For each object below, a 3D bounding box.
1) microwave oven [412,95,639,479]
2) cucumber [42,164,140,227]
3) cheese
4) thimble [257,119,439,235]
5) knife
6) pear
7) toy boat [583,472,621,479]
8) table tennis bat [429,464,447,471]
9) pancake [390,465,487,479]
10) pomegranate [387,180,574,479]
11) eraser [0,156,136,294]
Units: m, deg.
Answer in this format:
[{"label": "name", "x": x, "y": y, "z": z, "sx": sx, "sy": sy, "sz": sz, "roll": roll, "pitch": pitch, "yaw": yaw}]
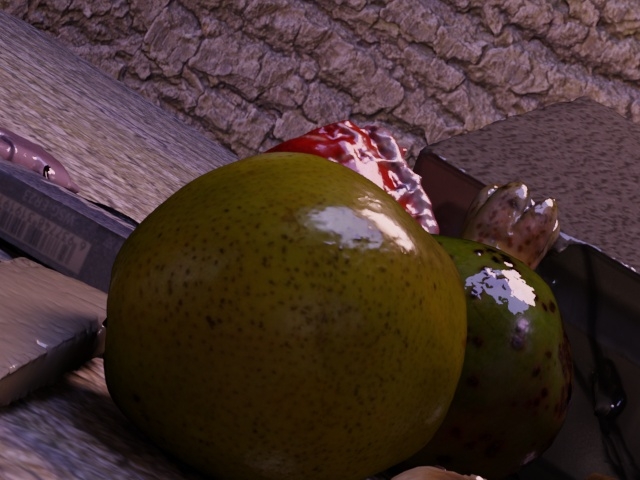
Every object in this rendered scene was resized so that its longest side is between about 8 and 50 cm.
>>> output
[{"label": "microwave oven", "x": 0.288, "y": 0.093, "z": 1.558, "sx": 0.432, "sy": 0.236, "sz": 0.374, "roll": 31, "pitch": 28, "yaw": 24}, {"label": "cucumber", "x": -0.169, "y": -0.007, "z": 1.488, "sx": 0.163, "sy": 0.043, "sz": 0.039, "roll": 30, "pitch": -22, "yaw": 7}, {"label": "cheese", "x": -0.167, "y": 0.046, "z": 0.901, "sx": 0.085, "sy": 0.034, "sz": 0.400, "roll": 26, "pitch": 6, "yaw": 5}, {"label": "thimble", "x": -0.006, "y": 0.003, "z": 1.445, "sx": 0.163, "sy": 0.189, "sz": 0.125, "roll": -9, "pitch": 66, "yaw": -37}, {"label": "knife", "x": -0.365, "y": -0.126, "z": 1.531, "sx": 0.398, "sy": 0.038, "sz": 0.132, "roll": 28, "pitch": 8, "yaw": -44}, {"label": "pear", "x": -0.020, "y": 0.044, "z": 0.974, "sx": 0.198, "sy": 0.198, "sz": 0.198, "roll": 31, "pitch": 4, "yaw": -3}, {"label": "toy boat", "x": 0.214, "y": 0.221, "z": 1.201, "sx": 0.121, "sy": 0.089, "sz": 0.321, "roll": 37, "pitch": 3, "yaw": 5}, {"label": "table tennis bat", "x": 0.093, "y": 0.215, "z": 0.964, "sx": 0.107, "sy": 0.119, "sz": 0.170, "roll": -14, "pitch": -46, "yaw": 41}, {"label": "pancake", "x": 0.163, "y": 0.213, "z": 0.794, "sx": 0.356, "sy": 0.065, "sz": 0.356, "roll": 32, "pitch": 11, "yaw": -7}, {"label": "pomegranate", "x": 0.099, "y": 0.061, "z": 1.303, "sx": 0.202, "sy": 0.248, "sz": 0.202, "roll": 28, "pitch": -23, "yaw": 13}, {"label": "eraser", "x": -0.165, "y": 0.001, "z": 1.273, "sx": 0.212, "sy": 0.046, "sz": 0.092, "roll": 28, "pitch": 4, "yaw": 28}]
